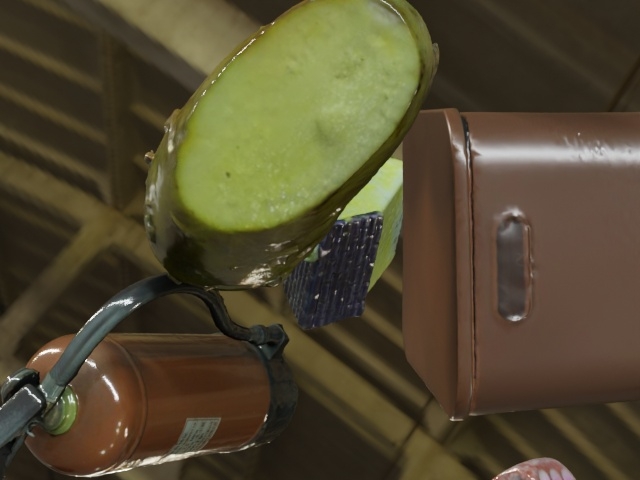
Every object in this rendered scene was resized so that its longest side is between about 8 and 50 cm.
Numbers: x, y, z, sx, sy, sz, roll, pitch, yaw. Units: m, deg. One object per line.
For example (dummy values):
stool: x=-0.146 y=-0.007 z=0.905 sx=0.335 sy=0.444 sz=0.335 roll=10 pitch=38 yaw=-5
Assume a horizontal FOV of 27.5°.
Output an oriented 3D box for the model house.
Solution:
model house: x=0.000 y=0.000 z=1.708 sx=0.170 sy=0.211 sz=0.193 roll=21 pitch=-51 yaw=10

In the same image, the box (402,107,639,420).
box: x=0.199 y=0.003 z=1.117 sx=0.230 sy=0.239 sz=0.339 roll=-3 pitch=5 yaw=-3

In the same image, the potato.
potato: x=-0.030 y=-0.071 z=0.910 sx=0.141 sy=0.176 sz=0.298 roll=36 pitch=-47 yaw=-3

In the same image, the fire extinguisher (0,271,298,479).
fire extinguisher: x=-0.142 y=0.105 z=1.100 sx=0.113 sy=0.200 sz=0.376 roll=22 pitch=8 yaw=26

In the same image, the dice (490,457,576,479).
dice: x=0.249 y=0.312 z=1.520 sx=0.093 sy=0.091 sz=0.094 roll=9 pitch=48 yaw=-48

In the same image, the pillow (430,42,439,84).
pillow: x=0.157 y=-0.254 z=2.085 sx=0.038 sy=0.113 sz=0.203 roll=19 pitch=16 yaw=6
